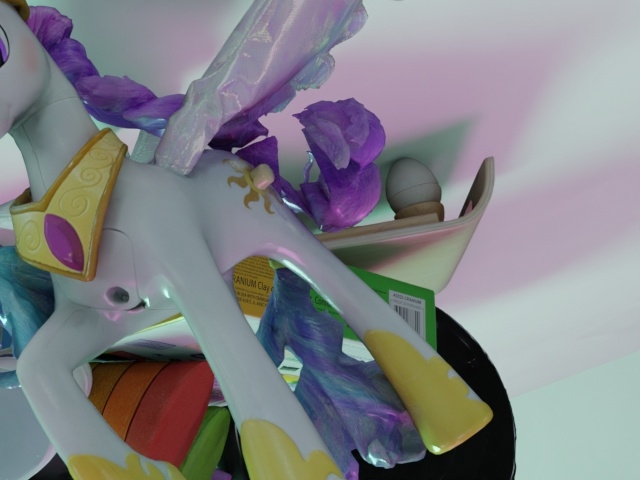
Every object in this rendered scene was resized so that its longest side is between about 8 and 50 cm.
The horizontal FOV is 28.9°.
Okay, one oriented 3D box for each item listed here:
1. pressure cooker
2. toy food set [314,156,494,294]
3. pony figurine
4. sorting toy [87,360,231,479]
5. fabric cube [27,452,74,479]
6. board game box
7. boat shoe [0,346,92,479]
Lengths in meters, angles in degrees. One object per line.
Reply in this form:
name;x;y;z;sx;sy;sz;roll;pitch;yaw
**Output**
pressure cooker;0.012;0.279;1.534;0.375;0.370;0.420;-59;-176;-29
toy food set;0.000;0.000;1.154;0.306;0.092;0.220;-9;162;-6
pony figurine;-0.064;-0.018;0.661;0.303;0.363;0.351;-37;174;25
sorting toy;-0.166;0.185;1.151;0.126;0.127;0.365;22;158;11
fabric cube;-0.369;0.327;1.228;0.258;0.254;0.259;-17;145;23
board game box;-0.095;0.081;1.085;0.242;0.064;0.316;18;155;-41
boat shoe;-0.345;0.173;1.030;0.367;0.136;0.156;-29;-174;16
